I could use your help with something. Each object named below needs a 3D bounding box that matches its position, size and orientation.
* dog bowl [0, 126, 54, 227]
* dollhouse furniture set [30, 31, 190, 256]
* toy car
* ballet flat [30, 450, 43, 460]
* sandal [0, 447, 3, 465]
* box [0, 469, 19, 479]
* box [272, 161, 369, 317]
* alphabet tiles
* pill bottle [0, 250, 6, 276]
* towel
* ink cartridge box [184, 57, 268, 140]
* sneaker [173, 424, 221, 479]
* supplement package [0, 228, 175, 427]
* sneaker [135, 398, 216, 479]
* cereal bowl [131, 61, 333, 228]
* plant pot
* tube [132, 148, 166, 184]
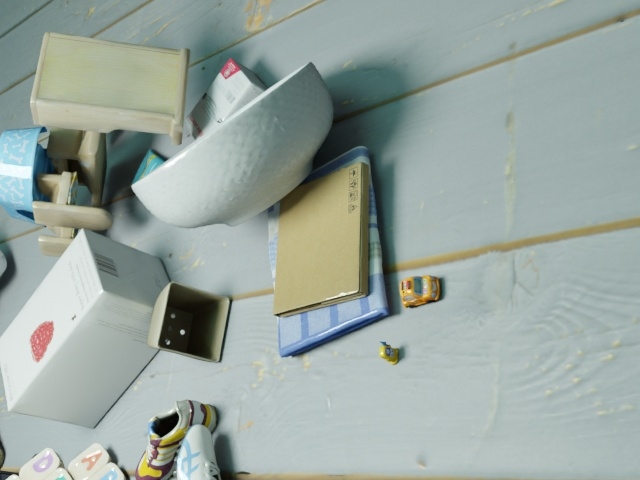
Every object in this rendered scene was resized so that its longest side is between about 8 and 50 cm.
[{"bbox_3d":[-0.580,-0.125,1.611,0.297,0.074,0.166,135,139,-75],"label":"dog bowl"},{"bbox_3d":[-0.399,-0.200,1.584,0.394,0.256,0.362,114,159,-60],"label":"dollhouse furniture set"},{"bbox_3d":[0.112,0.099,1.045,0.060,0.040,0.122,2,71,46],"label":"toy car"},{"bbox_3d":[-0.482,0.462,1.445,0.074,0.074,0.203,-56,44,8],"label":"ballet flat"},{"bbox_3d":[-0.705,0.412,1.718,0.180,0.049,0.072,42,108,33],"label":"sandal"},{"bbox_3d":[-0.616,0.517,1.382,0.073,0.293,0.295,-47,44,18],"label":"box"},{"bbox_3d":[0.000,0.000,1.174,0.164,0.021,0.201,-18,59,38],"label":"box"},{"bbox_3d":[-0.439,0.464,1.319,0.278,0.021,0.284,-37,45,-19],"label":"alphabet tiles"},{"bbox_3d":[-0.922,0.171,1.918,0.408,0.229,0.229,-51,43,14],"label":"pill bottle"},{"bbox_3d":[0.006,0.015,1.202,0.209,0.034,0.285,-28,53,33],"label":"towel"},{"bbox_3d":[-0.168,-0.238,1.484,0.150,0.063,0.109,-51,43,15],"label":"ink cartridge box"},{"bbox_3d":[-0.159,0.375,1.160,0.086,0.085,0.237,-17,55,13],"label":"sneaker"},{"bbox_3d":[-0.414,0.161,1.446,0.293,0.175,0.177,-50,44,16],"label":"supplement package"},{"bbox_3d":[-0.248,0.312,1.270,0.185,0.084,0.069,-48,44,16],"label":"sneaker"},{"bbox_3d":[-0.114,-0.124,1.252,0.339,0.141,0.339,-33,12,8],"label":"cereal bowl"},{"bbox_3d":[-0.226,0.139,1.327,0.096,0.109,0.109,-19,57,53],"label":"plant pot"},{"bbox_3d":[-0.315,-0.127,1.595,0.207,0.052,0.080,24,83,55],"label":"tube"}]
